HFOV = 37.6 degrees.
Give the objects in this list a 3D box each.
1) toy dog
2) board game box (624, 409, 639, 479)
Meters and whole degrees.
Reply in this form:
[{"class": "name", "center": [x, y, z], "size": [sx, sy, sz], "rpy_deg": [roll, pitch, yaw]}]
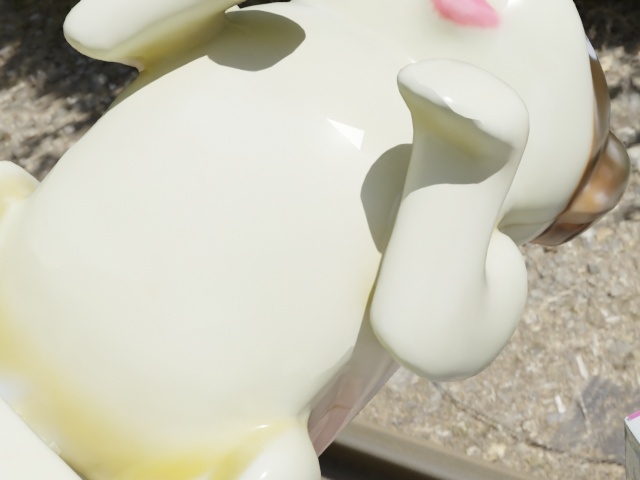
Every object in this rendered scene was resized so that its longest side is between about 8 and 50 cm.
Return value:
[{"class": "toy dog", "center": [0.000, 0.000, 0.516], "size": [0.285, 0.395, 0.408], "rpy_deg": [38, 72, 25]}, {"class": "board game box", "center": [0.472, 0.275, 1.089], "size": [0.224, 0.303, 0.097], "rpy_deg": [-24, 43, -5]}]
